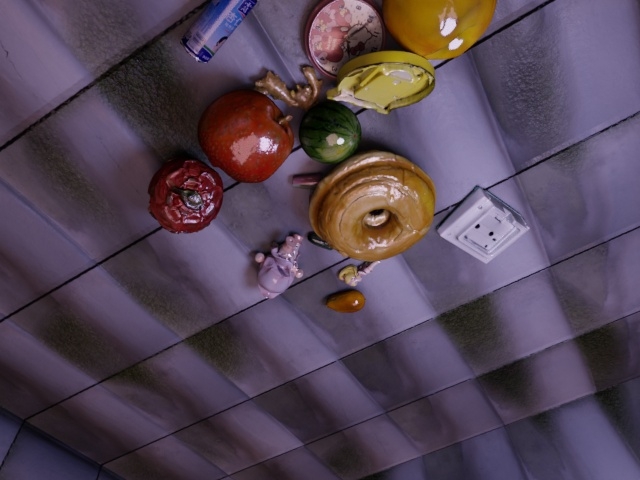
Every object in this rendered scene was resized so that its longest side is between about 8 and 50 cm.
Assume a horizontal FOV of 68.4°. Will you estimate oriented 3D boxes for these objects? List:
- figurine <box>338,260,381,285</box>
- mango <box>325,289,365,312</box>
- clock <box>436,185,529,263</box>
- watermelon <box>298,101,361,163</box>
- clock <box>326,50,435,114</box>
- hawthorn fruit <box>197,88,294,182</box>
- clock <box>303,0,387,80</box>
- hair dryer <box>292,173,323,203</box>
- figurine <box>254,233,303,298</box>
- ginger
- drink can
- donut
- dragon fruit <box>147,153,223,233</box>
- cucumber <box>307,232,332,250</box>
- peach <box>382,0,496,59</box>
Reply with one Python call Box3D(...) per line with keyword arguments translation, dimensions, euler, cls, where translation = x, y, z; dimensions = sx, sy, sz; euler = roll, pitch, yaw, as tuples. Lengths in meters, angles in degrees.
Box3D(translation=(0.157, 0.114, 1.849), dimensions=(0.187, 0.083, 0.083), euler=(-37, 120, 27), cls="figurine")
Box3D(translation=(0.107, 0.249, 1.933), dimensions=(0.159, 0.084, 0.105), euler=(-2, 144, 21), cls="mango")
Box3D(translation=(0.608, -0.040, 1.748), dimensions=(0.262, 0.116, 0.231), euler=(29, 119, -22), cls="clock")
Box3D(translation=(0.019, -0.334, 1.457), dimensions=(0.214, 0.188, 0.188), euler=(17, 134, 33), cls="watermelon")
Box3D(translation=(0.181, -0.458, 1.341), dimensions=(0.277, 0.071, 0.293), euler=(7, 171, -34), cls="clock")
Box3D(translation=(-0.211, -0.310, 1.401), dimensions=(0.299, 0.275, 0.275), euler=(-22, 124, 21), cls="hawthorn fruit")
Box3D(translation=(0.073, -0.582, 1.357), dimensions=(0.244, 0.056, 0.245), euler=(-2, 124, -4), cls="clock")
Box3D(translation=(-0.038, -0.161, 1.652), dimensions=(0.106, 0.054, 0.154), euler=(-4, 130, 4), cls="hair dryer")
Box3D(translation=(-0.149, 0.094, 1.767), dimensions=(0.200, 0.133, 0.276), euler=(22, 120, -15), cls="figurine")
Box3D(translation=(-0.091, -0.454, 1.435), dimensions=(0.193, 0.053, 0.176), euler=(-34, 116, 17), cls="ginger")
Box3D(translation=(-0.277, -0.603, 1.290), dimensions=(0.097, 0.097, 0.235), euler=(37, 114, -26), cls="drink can")
Box3D(translation=(0.179, -0.105, 1.600), dimensions=(0.448, 0.198, 0.449), euler=(-5, 133, -6), cls="donut")
Box3D(translation=(-0.441, -0.141, 1.520), dimensions=(0.244, 0.245, 0.298), euler=(31, 141, -24), cls="dragon fruit")
Box3D(translation=(0.000, 0.000, 1.764), dimensions=(0.105, 0.048, 0.048), euler=(19, 121, -18), cls="cucumber")
Box3D(translation=(0.302, -0.642, 1.214), dimensions=(0.288, 0.289, 0.308), euler=(-21, 86, 10), cls="peach")
